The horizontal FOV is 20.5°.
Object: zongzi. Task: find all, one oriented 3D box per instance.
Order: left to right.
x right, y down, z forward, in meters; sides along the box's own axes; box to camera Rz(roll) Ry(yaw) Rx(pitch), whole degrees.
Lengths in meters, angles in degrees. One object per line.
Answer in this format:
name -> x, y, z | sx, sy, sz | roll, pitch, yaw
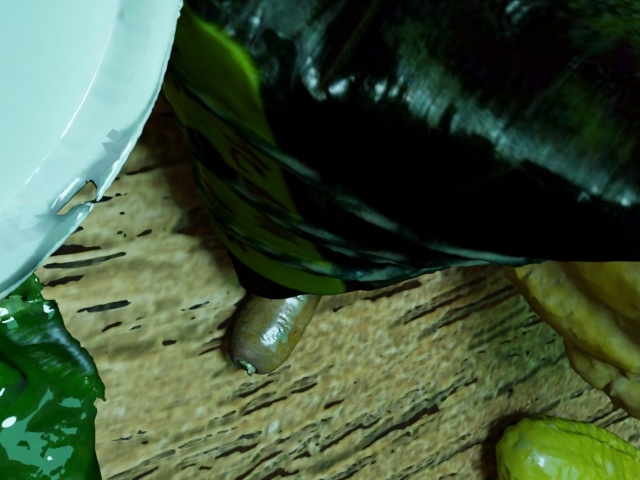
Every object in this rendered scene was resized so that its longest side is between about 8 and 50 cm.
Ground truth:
zongzi -> 0.063, -0.073, 0.698 | 0.319, 0.362, 0.383 | -47, 148, 6

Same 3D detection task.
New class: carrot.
carrot -> 0.000, -0.001, 0.935 | 0.165, 0.035, 0.036 | -60, 146, -13

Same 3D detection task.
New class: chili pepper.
chili pepper -> -0.147, 0.081, 0.763 | 0.108, 0.062, 0.216 | -44, 142, -18

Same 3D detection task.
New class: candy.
candy -> 0.175, 0.173, 1.230 | 0.199, 0.094, 0.106 | 38, 44, -50

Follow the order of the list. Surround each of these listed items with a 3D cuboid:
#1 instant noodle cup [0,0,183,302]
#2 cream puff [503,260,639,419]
instant noodle cup -> -0.163, -0.085, 0.528 | 0.230, 0.182, 0.230 | -33, 135, -41
cream puff -> 0.270, -0.042, 1.008 | 0.343, 0.327, 0.231 | -44, 133, 0
